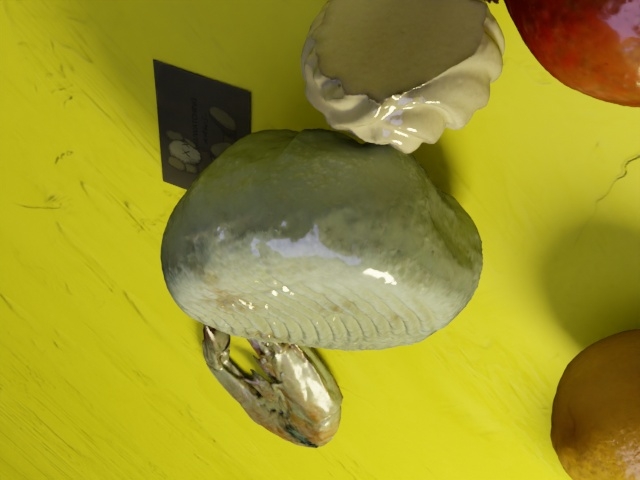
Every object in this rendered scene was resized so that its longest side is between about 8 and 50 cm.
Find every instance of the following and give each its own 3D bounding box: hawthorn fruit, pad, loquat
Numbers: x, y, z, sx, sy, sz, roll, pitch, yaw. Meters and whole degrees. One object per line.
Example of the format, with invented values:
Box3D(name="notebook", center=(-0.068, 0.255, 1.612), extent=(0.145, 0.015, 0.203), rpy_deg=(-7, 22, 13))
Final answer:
Box3D(name="hawthorn fruit", center=(0.209, -0.222, 0.584), extent=(0.261, 0.224, 0.224), rpy_deg=(48, 142, 19))
Box3D(name="pad", center=(-0.143, -0.123, 1.030), extent=(0.127, 0.004, 0.190), rpy_deg=(20, 137, 13))
Box3D(name="loquat", center=(0.349, 0.194, 0.894), extent=(0.208, 0.208, 0.208), rpy_deg=(16, 136, 17))

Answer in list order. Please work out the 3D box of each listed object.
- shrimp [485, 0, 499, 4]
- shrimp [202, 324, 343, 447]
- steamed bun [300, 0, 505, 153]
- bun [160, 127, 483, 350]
Box3D(name="shrimp", center=(0.095, -0.246, 0.697), extent=(0.095, 0.045, 0.162), rpy_deg=(-45, 68, 50))
Box3D(name="shrimp", center=(-0.083, 0.188, 1.245), extent=(0.247, 0.085, 0.360), rpy_deg=(16, 140, 27))
Box3D(name="steamed bun", center=(0.072, -0.154, 0.760), extent=(0.183, 0.182, 0.106), rpy_deg=(10, 154, 23))
Box3D(name="bun", center=(-0.006, 0.000, 0.907), extent=(0.355, 0.194, 0.354), rpy_deg=(5, 157, 2))
